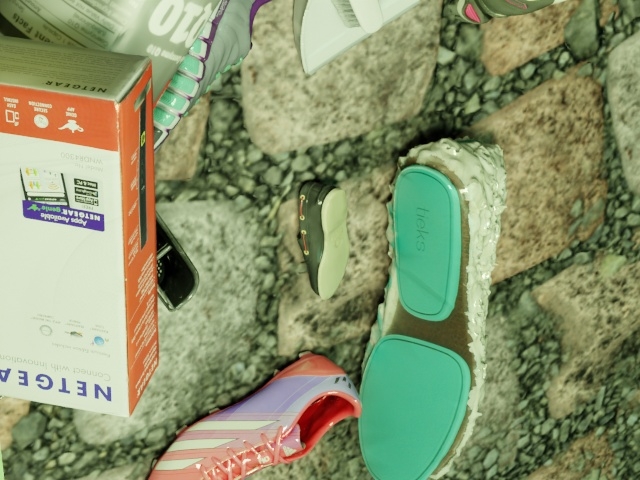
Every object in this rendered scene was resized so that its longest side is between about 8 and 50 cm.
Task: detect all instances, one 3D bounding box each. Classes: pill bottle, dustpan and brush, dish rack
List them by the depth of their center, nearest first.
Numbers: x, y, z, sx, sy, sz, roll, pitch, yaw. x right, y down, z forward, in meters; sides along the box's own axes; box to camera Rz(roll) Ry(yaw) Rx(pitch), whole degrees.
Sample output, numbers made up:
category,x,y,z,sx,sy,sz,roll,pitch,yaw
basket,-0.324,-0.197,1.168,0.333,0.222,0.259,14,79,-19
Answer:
category,x,y,z,sx,sy,sz,roll,pitch,yaw
pill bottle,-0.184,-0.194,1.684,0.161,0.161,0.283,24,104,-41
dish rack,-0.268,0.046,1.844,0.271,0.074,0.208,-38,132,-7
dustpan and brush,0.025,-0.255,1.855,0.147,0.060,0.211,-34,132,-11

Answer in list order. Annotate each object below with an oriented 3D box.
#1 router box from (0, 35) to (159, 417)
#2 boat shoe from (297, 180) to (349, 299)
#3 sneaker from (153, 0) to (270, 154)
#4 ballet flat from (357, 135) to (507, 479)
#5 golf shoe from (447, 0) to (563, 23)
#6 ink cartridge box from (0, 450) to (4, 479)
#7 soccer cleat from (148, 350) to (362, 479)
category,x,y,z,sx,sy,sz,roll,pitch,yaw
router box,-0.301,-0.023,1.629,0.335,0.082,0.301,8,123,12
boat shoe,0.001,-0.001,2.019,0.049,0.042,0.133,-39,139,-42
sneaker,-0.109,-0.156,1.817,0.098,0.083,0.224,16,108,-45
ballet flat,0.136,0.074,2.104,0.147,0.147,0.409,-10,123,-29
golf shoe,0.136,-0.305,1.844,0.273,0.120,0.105,42,61,-45
ink cartridge box,-0.371,0.271,1.862,0.171,0.056,0.235,-7,111,-11
soccer cleat,-0.071,0.211,2.069,0.248,0.095,0.083,-35,132,-10
